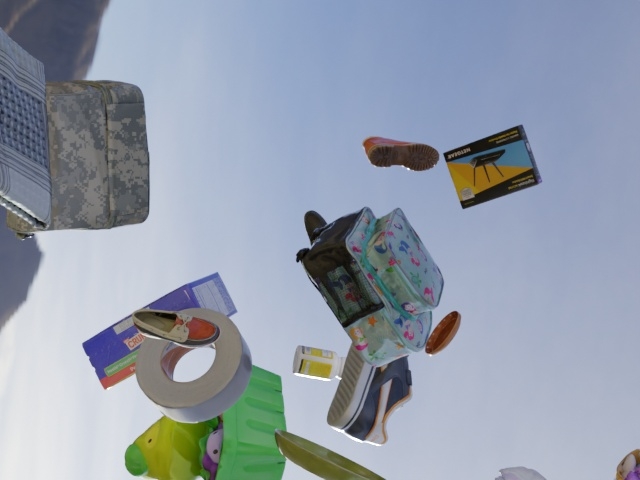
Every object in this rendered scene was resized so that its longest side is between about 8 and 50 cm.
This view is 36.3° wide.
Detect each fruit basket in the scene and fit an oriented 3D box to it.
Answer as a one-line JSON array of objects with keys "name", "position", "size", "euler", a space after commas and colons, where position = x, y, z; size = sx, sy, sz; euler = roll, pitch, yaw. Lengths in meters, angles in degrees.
[{"name": "fruit basket", "position": [-0.280, 0.470, 2.350], "size": [0.392, 0.392, 0.283], "euler": [-115, -146, -54]}]

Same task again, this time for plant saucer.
[{"name": "plant saucer", "position": [0.019, 0.405, 1.746], "size": [0.037, 0.241, 0.241], "euler": [-65, -158, -6]}, {"name": "plant saucer", "position": [0.197, 0.149, 1.553], "size": [0.083, 0.013, 0.083], "euler": [-53, -172, 11]}]

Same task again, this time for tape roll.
[{"name": "tape roll", "position": [-0.248, 0.242, 1.908], "size": [0.072, 0.219, 0.219], "euler": [69, 11, -53]}]

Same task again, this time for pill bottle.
[{"name": "pill bottle", "position": [0.001, 0.267, 2.108], "size": [0.065, 0.116, 0.065], "euler": [-168, -90, -83]}]

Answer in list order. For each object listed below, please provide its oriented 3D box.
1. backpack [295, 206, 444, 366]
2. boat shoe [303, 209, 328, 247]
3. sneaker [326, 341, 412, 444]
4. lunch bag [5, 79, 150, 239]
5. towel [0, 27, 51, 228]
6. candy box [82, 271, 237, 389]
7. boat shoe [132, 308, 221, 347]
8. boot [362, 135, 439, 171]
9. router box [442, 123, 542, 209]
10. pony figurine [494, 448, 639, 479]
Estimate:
[{"name": "backpack", "position": [0.104, 0.081, 1.687], "size": [0.191, 0.253, 0.225], "euler": [-21, -165, 21]}, {"name": "boat shoe", "position": [0.002, -0.001, 2.025], "size": [0.042, 0.049, 0.133], "euler": [-53, 122, -86]}, {"name": "sneaker", "position": [0.121, 0.267, 1.976], "size": [0.126, 0.127, 0.321], "euler": [-36, -156, 53]}, {"name": "lunch bag", "position": [-0.488, -0.167, 1.878], "size": [0.213, 0.256, 0.305], "euler": [16, -70, 40]}, {"name": "towel", "position": [-0.496, -0.208, 1.492], "size": [0.324, 0.056, 0.312], "euler": [52, 30, -68]}, {"name": "candy box", "position": [-0.346, 0.191, 2.165], "size": [0.122, 0.268, 0.317], "euler": [61, 7, 1]}, {"name": "boat shoe", "position": [-0.221, 0.130, 1.491], "size": [0.043, 0.137, 0.049], "euler": [83, 19, -58]}, {"name": "boot", "position": [0.162, -0.183, 1.983], "size": [0.084, 0.158, 0.059], "euler": [-123, -139, -61]}, {"name": "router box", "position": [0.369, -0.157, 2.094], "size": [0.179, 0.046, 0.133], "euler": [-19, -88, 29]}, {"name": "pony figurine", "position": [0.427, 0.511, 1.614], "size": [0.303, 0.351, 0.363], "euler": [35, -70, 27]}]
